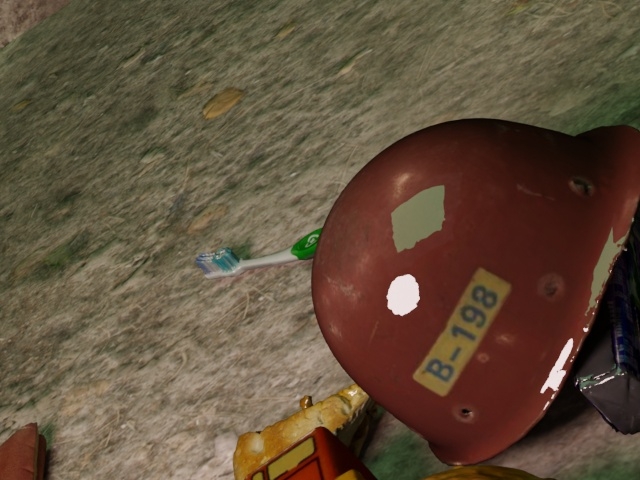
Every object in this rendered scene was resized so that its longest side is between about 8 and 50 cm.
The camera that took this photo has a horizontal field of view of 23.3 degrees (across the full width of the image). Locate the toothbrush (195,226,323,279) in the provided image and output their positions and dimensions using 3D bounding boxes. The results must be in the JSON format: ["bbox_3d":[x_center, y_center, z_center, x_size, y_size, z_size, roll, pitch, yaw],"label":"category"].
[{"bbox_3d":[0.003,0.003,1.993,0.418,0.040,0.042,-11,41,37],"label":"toothbrush"}]

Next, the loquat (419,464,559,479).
[{"bbox_3d":[0.128,0.293,1.302,0.238,0.193,0.238,-19,46,20],"label":"loquat"}]

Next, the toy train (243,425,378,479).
[{"bbox_3d":[-0.040,0.331,1.494,0.369,0.163,0.232,-36,27,11],"label":"toy train"}]

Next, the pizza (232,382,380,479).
[{"bbox_3d":[-0.003,0.226,1.681,0.194,0.069,0.154,-39,29,-4],"label":"pizza"}]

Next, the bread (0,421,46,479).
[{"bbox_3d":[-0.415,0.336,2.038,0.119,0.067,0.192,-34,31,16],"label":"bread"}]

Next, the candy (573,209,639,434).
[{"bbox_3d":[0.287,0.048,1.529,0.061,0.088,0.312,-26,34,26],"label":"candy"}]

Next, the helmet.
[{"bbox_3d":[0.121,0.011,1.531,0.385,0.230,0.337,-58,16,24],"label":"helmet"}]
